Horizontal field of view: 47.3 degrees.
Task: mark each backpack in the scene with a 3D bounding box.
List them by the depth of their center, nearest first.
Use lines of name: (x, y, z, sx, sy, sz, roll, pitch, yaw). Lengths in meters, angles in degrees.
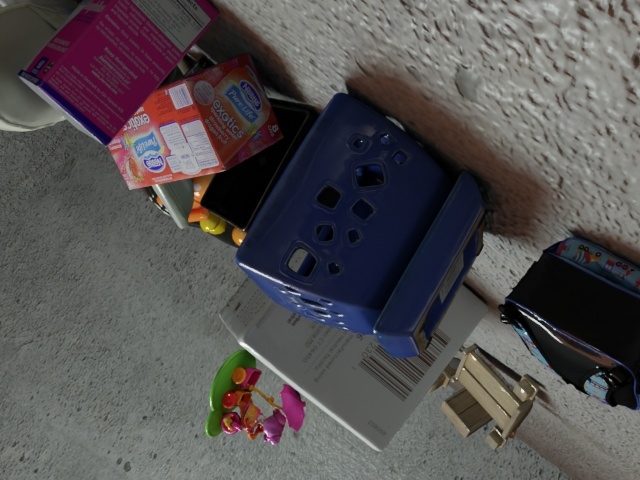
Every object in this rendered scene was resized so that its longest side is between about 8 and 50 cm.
backpack: (0.288, 0.097, 0.763, 0.158, 0.117, 0.173, 33, 170, 38)

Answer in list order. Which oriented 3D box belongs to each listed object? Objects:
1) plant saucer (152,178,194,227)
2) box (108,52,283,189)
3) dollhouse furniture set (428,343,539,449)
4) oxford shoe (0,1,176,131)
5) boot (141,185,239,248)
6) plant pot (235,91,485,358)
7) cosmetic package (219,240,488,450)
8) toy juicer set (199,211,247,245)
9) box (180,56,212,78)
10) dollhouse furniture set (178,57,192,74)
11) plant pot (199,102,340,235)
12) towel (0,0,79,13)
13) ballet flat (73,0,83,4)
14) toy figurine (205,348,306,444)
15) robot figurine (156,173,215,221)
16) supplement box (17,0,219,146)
plant saucer: (-0.345, -0.216, 1.463, 0.400, 0.100, 0.400, 55, 171, 13)
box: (-0.193, -0.163, 1.038, 0.257, 0.122, 0.128, -5, 114, 47)
dollhouse furniture set: (0.427, 0.326, 1.844, 0.303, 0.174, 0.355, 49, 149, 29)
oxford shoe: (-0.342, -0.260, 1.056, 0.130, 0.169, 0.449, -1, -164, 17)
boot: (-0.331, -0.139, 2.013, 0.377, 0.138, 0.284, 30, -166, -20)
plant pot: (0.067, 0.004, 0.876, 0.212, 0.236, 0.236, 29, 171, 18)
cosmetic package: (0.040, 0.139, 1.418, 0.327, 0.329, 0.393, 39, 172, -10)
toy juicer set: (-0.251, -0.102, 1.830, 0.329, 0.209, 0.089, 37, 146, 7)
box: (-0.174, -0.211, 1.215, 0.162, 0.116, 0.029, 41, -143, -22)
dollhouse furniture set: (-0.192, -0.265, 1.267, 0.152, 0.058, 0.076, 58, 179, -3)
plant pot: (-0.041, -0.082, 1.100, 0.167, 0.187, 0.188, 29, 179, -31)
towel: (-0.438, -0.384, 1.333, 0.285, 0.034, 0.209, 39, -155, 2)
ballet flat: (-0.308, -0.368, 1.052, 0.079, 0.077, 0.221, 19, -175, -35)
toy figurine: (-0.106, 0.305, 1.309, 0.159, 0.173, 0.130, 21, 176, 28)
robot figurine: (-0.290, -0.136, 1.665, 0.219, 0.158, 0.128, -12, 134, 43)
supplement box: (-0.248, -0.242, 0.903, 0.114, 0.220, 0.111, 45, 169, -37)
